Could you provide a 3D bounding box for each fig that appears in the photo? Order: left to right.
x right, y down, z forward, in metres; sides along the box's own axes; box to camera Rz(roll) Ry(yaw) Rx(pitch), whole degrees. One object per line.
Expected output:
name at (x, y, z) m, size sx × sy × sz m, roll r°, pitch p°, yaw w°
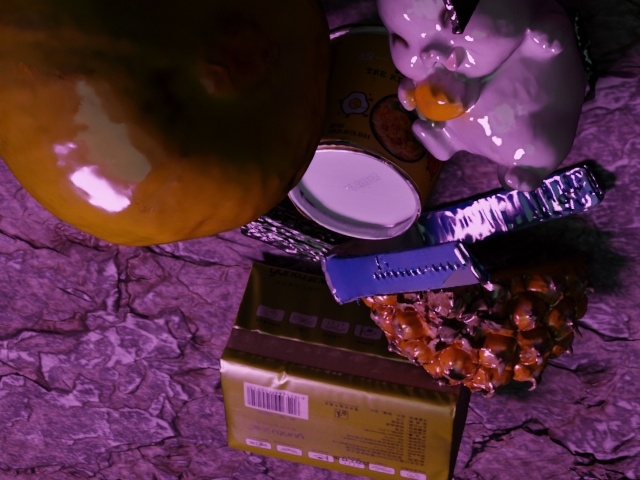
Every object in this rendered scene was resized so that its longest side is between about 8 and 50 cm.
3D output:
fig at (-0.165, -0.153, 1.418) m, size 0.343 × 0.343 × 0.343 m, roll 12°, pitch 142°, yaw 9°

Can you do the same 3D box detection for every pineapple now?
pineapple at (0.172, 0.100, 1.648) m, size 0.249 × 0.140 × 0.164 m, roll -9°, pitch -179°, yaw 2°

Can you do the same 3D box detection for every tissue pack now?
tissue pack at (0.037, 0.163, 1.846) m, size 0.274 × 0.167 × 0.200 m, roll 10°, pitch 143°, yaw 9°

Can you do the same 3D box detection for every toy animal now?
toy animal at (0.126, -0.191, 1.388) m, size 0.325 × 0.154 × 0.208 m, roll 55°, pitch 156°, yaw -10°

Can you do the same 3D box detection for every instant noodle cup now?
instant noodle cup at (0.047, -0.095, 1.538) m, size 0.182 × 0.144 × 0.182 m, roll 12°, pitch 143°, yaw 9°

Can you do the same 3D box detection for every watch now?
watch at (0.111, 0.015, 1.566) m, size 0.274 × 0.276 × 0.068 m, roll -14°, pitch 98°, yaw 38°

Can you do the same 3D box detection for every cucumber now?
cucumber at (0.000, -0.001, 1.751) m, size 0.187 × 0.058 × 0.058 m, roll 23°, pitch 143°, yaw -7°

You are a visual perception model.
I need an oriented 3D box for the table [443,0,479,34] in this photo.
table at (0.221, -0.297, 1.068) m, size 0.250 × 0.282 × 0.196 m, roll 9°, pitch 143°, yaw 29°
